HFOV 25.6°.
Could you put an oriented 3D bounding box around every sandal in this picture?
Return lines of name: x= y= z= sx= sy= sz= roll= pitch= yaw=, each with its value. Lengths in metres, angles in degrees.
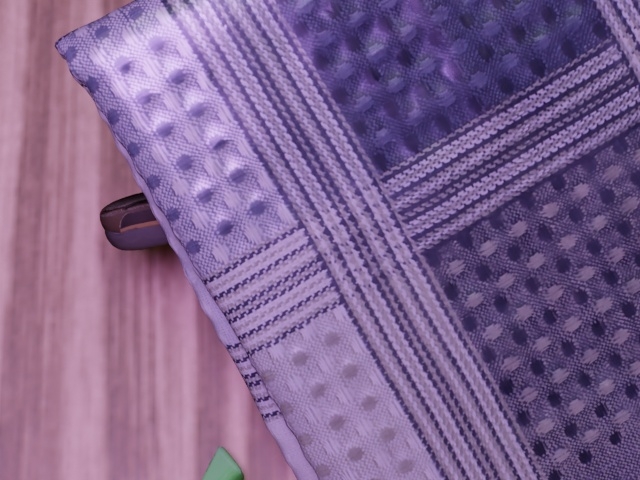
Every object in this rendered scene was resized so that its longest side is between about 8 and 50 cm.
sandal: x=0.000 y=0.000 z=0.715 sx=0.219 sy=0.090 sz=0.060 roll=-4 pitch=94 yaw=-12

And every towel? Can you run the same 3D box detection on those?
towel: x=0.089 y=-0.025 z=0.663 sx=0.312 sy=0.056 sz=0.324 roll=-30 pitch=96 yaw=-4

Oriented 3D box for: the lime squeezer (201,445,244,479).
lime squeezer: x=-0.137 y=0.221 z=0.625 sx=0.310 sy=0.059 sz=0.110 roll=-36 pitch=69 yaw=-14
